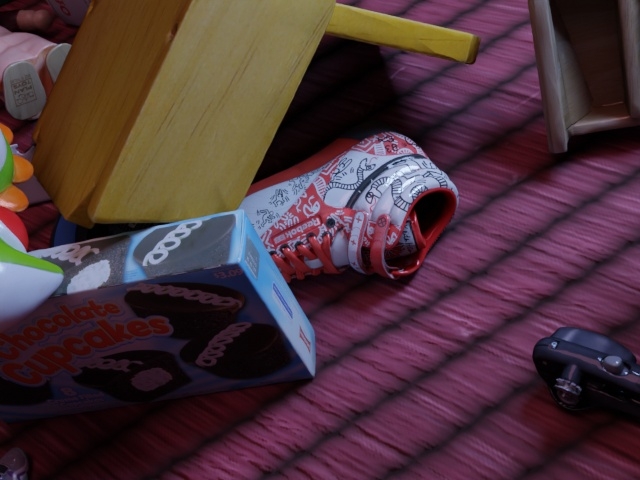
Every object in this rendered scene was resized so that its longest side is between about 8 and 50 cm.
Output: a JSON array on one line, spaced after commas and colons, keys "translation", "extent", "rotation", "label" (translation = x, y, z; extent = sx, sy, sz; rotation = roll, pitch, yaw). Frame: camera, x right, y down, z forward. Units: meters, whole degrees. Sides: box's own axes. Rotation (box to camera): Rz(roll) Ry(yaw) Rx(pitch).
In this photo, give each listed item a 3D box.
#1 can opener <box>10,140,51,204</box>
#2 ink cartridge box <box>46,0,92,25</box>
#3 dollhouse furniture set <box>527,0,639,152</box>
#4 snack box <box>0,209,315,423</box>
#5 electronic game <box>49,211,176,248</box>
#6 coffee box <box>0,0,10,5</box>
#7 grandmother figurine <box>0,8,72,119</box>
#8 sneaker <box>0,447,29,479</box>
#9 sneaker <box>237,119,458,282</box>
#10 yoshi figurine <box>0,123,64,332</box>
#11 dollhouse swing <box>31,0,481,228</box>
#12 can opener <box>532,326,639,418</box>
[{"translation": [-0.384, -0.071, 1.150], "extent": [0.280, 0.074, 0.093], "rotation": [-13, 15, 10], "label": "can opener"}, {"translation": [-0.250, -0.365, 1.231], "extent": [0.272, 0.197, 0.114], "rotation": [16, 60, 31], "label": "ink cartridge box"}, {"translation": [0.294, -0.121, 0.727], "extent": [0.256, 0.362, 0.394], "rotation": [-8, 23, 14], "label": "dollhouse furniture set"}, {"translation": [-0.185, 0.078, 0.861], "extent": [0.321, 0.187, 0.060], "rotation": [-11, 51, 15], "label": "snack box"}, {"translation": [-0.183, -0.023, 1.033], "extent": [0.229, 0.048, 0.229], "rotation": [-11, 50, 13], "label": "electronic game"}, {"translation": [-0.419, -0.421, 1.400], "extent": [0.184, 0.113, 0.040], "rotation": [-24, 50, 5], "label": "coffee box"}, {"translation": [-0.460, -0.255, 1.303], "extent": [0.207, 0.104, 0.342], "rotation": [-24, 39, -35], "label": "grandmother figurine"}, {"translation": [-0.305, 0.222, 0.874], "extent": [0.038, 0.069, 0.098], "rotation": [5, 56, 25], "label": "sneaker"}, {"translation": [0.000, -0.001, 0.913], "extent": [0.270, 0.090, 0.145], "rotation": [-35, 46, -10], "label": "sneaker"}, {"translation": [-0.344, -0.021, 0.755], "extent": [0.203, 0.203, 0.362], "rotation": [-27, 45, 9], "label": "yoshi figurine"}, {"translation": [-0.071, -0.135, 0.975], "extent": [0.315, 0.304, 0.347], "rotation": [-64, 30, 4], "label": "dollhouse swing"}, {"translation": [0.248, 0.115, 0.741], "extent": [0.186, 0.059, 0.073], "rotation": [22, 64, 34], "label": "can opener"}]
